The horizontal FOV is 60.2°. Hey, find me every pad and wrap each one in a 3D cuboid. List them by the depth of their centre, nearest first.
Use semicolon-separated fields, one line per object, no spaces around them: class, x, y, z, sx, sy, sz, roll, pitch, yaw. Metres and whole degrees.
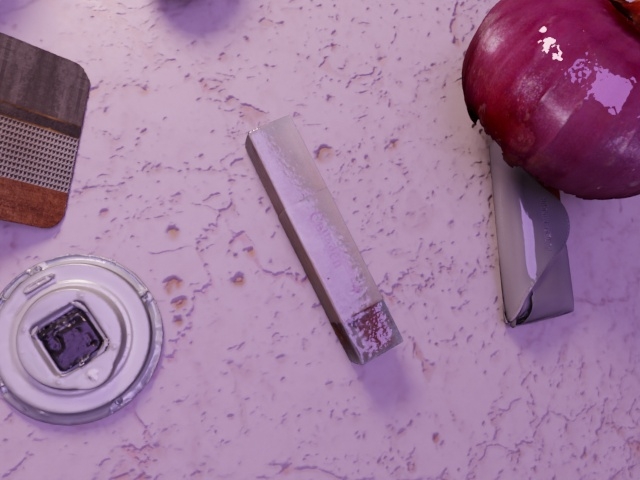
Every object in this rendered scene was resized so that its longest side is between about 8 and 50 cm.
pad;-0.450;-0.165;0.679;0.055;0.323;0.250;3;80;28

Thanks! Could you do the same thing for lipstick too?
lipstick;0.000;0.000;0.826;0.076;0.080;0.372;-26;89;-13

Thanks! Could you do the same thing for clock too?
clock;-0.338;0.133;0.752;0.236;0.053;0.237;2;81;-12

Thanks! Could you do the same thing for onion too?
onion;0.391;-0.234;0.796;0.357;0.345;0.359;2;69;-6

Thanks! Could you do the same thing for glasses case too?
glasses case;0.350;-0.016;0.900;0.128;0.083;0.309;-3;83;-12

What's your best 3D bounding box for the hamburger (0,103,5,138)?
hamburger;-0.496;-0.161;0.753;0.140;0.062;0.133;-32;87;-13
